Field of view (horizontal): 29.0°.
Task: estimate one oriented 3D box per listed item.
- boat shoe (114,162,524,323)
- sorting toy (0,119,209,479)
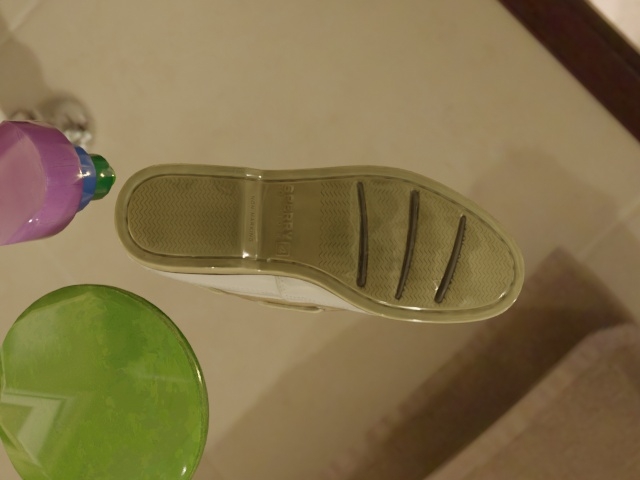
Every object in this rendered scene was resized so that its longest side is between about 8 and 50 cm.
[{"bbox_3d":[0.000,0.000,0.939,0.103,0.302,0.113,107,-6,-81],"label":"boat shoe"},{"bbox_3d":[-0.083,0.102,0.682,0.127,0.365,0.126,-26,174,24],"label":"sorting toy"}]
